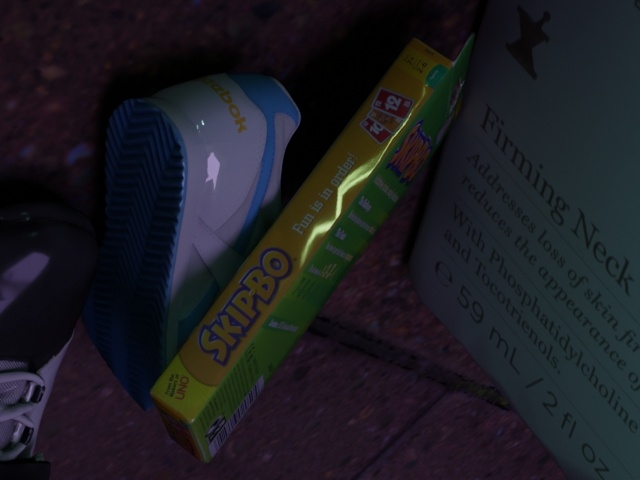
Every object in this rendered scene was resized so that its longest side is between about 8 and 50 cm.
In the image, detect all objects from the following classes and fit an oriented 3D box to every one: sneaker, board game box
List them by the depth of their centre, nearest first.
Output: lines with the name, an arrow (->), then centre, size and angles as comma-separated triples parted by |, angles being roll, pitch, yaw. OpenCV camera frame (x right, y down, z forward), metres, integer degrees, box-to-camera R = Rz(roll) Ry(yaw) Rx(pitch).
sneaker -> -0.196, 0.131, 0.880 | 0.122, 0.146, 0.330 | 8, 125, -47
sneaker -> -0.070, 0.007, 0.899 | 0.092, 0.087, 0.229 | -24, 150, -34
board game box -> 0.000, 0.000, 0.906 | 0.259, 0.039, 0.124 | -51, 169, -14

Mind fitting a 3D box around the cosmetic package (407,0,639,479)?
cosmetic package -> 0.300, -0.046, 0.960 | 0.327, 0.329, 0.394 | -18, 142, -28
